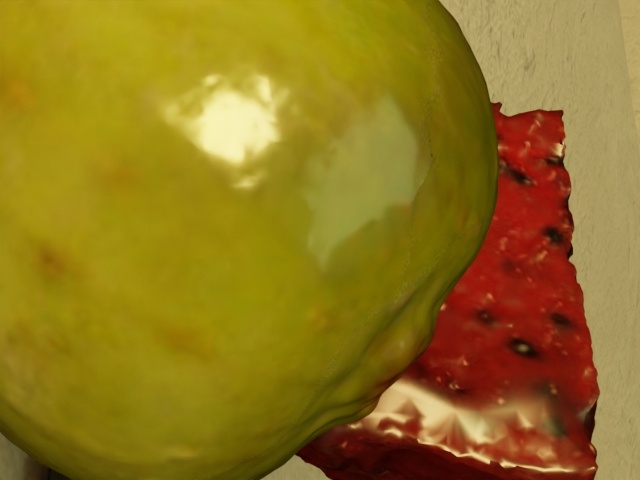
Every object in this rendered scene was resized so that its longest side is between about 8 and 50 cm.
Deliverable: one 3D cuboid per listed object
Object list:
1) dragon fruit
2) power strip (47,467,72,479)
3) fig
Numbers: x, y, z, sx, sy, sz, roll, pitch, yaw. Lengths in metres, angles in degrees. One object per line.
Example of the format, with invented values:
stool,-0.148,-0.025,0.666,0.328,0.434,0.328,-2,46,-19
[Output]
dragon fruit,0.000,0.000,1.040,0.240,0.330,0.302,-64,-177,-11
power strip,-0.075,0.194,1.050,0.251,0.092,0.257,54,33,-49
fig,-0.078,-0.053,0.809,0.326,0.258,0.258,50,9,21
